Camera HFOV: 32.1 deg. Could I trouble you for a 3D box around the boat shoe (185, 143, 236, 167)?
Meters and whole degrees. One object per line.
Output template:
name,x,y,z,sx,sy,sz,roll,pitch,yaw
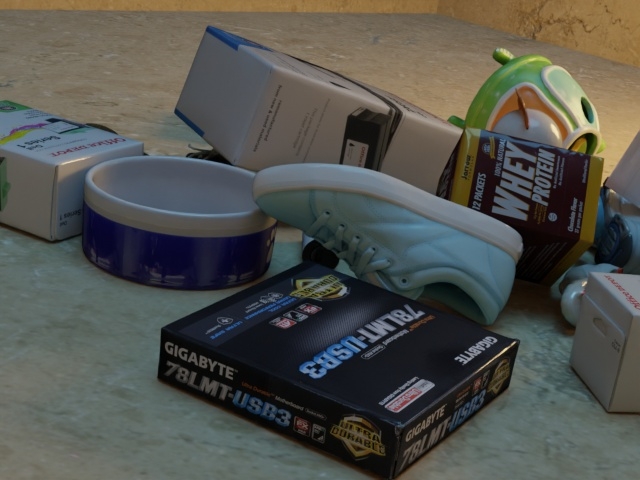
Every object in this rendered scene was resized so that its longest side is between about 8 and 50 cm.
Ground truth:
boat shoe,-0.169,-0.103,1.774,0.095,0.079,0.254,2,20,-17

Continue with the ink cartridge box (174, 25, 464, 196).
ink cartridge box,0.004,-0.187,1.813,0.395,0.166,0.285,15,14,-32

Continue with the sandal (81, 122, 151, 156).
sandal,-0.349,-0.142,1.870,0.180,0.049,0.072,31,32,17

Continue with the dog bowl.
dog bowl,-0.191,-0.030,1.520,0.265,0.104,0.265,8,19,-3

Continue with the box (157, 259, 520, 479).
box,0.026,0.128,1.220,0.293,0.073,0.295,18,22,29

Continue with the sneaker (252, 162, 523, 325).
sneaker,0.080,0.011,1.416,0.366,0.150,0.135,16,-23,-5

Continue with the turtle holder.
turtle holder,0.420,-0.208,2.158,0.227,0.243,0.320,40,-6,31

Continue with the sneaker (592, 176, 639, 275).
sneaker,0.498,-0.008,1.787,0.129,0.111,0.297,19,25,-5

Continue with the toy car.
toy car,0.320,-0.126,1.745,0.219,0.238,0.210,-3,19,4

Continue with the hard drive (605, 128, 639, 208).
hard drive,0.640,-0.084,1.675,0.353,0.233,0.047,38,25,21

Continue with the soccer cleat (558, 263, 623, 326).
soccer cleat,0.357,0.074,1.529,0.076,0.068,0.196,2,13,31

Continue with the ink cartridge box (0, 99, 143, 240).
ink cartridge box,-0.427,-0.109,1.625,0.278,0.117,0.201,18,21,24

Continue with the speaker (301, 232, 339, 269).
speaker,0.000,0.000,1.590,0.055,0.055,0.136,7,19,-3

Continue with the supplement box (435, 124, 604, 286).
supplement box,0.265,-0.044,1.552,0.194,0.129,0.191,13,-21,-1

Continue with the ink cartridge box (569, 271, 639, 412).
ink cartridge box,0.403,0.120,1.306,0.176,0.127,0.128,5,20,-12
